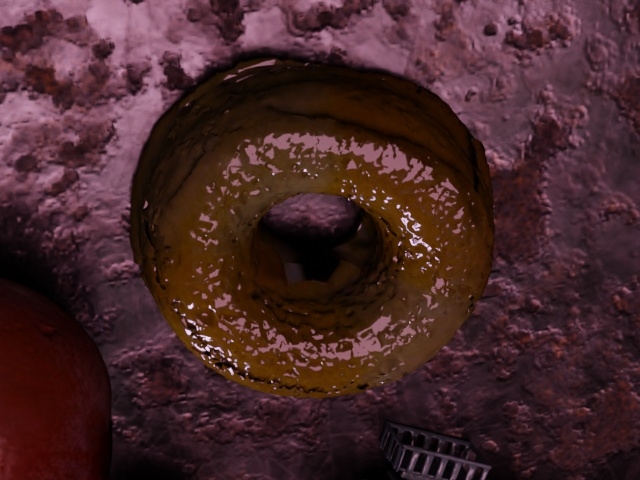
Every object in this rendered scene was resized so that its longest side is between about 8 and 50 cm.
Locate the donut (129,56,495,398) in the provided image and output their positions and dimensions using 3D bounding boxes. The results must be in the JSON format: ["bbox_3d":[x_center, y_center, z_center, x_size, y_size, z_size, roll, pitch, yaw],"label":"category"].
[{"bbox_3d":[0.000,0.000,0.944,0.272,0.107,0.272,-4,113,-9],"label":"donut"}]

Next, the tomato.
[{"bbox_3d":[-0.231,0.130,0.897,0.184,0.208,0.208,33,103,-23],"label":"tomato"}]

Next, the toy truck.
[{"bbox_3d":[0.117,0.227,1.086,0.177,0.080,0.115,17,100,-17],"label":"toy truck"}]
